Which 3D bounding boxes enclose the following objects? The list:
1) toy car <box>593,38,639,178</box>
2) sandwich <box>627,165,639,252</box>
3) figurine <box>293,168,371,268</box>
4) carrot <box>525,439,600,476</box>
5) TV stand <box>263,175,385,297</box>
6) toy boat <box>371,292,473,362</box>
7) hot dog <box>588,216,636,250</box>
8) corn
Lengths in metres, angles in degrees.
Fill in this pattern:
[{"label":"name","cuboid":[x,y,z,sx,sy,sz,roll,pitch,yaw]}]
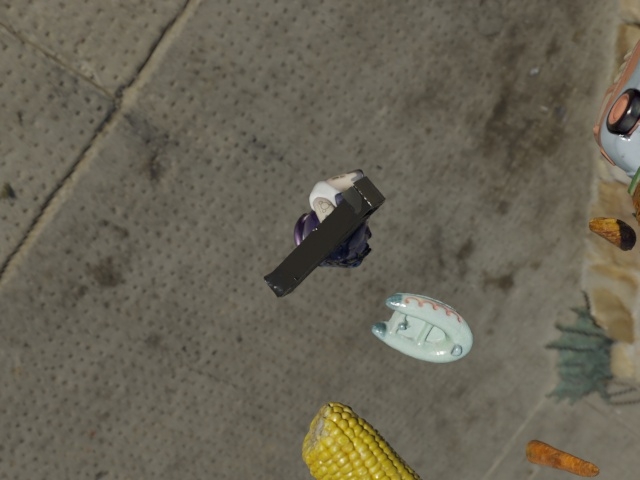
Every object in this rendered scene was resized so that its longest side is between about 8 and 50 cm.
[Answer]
[{"label":"toy car","cuboid":[0.517,-0.208,1.431,0.181,0.212,0.270,25,91,-7]},{"label":"sandwich","cuboid":[0.393,-0.058,1.039,0.159,0.079,0.235,-62,179,-10]},{"label":"figurine","cuboid":[0.021,-0.020,1.689,0.145,0.145,0.222,-32,153,-19]},{"label":"carrot","cuboid":[0.557,0.502,2.163,0.057,0.224,0.057,-1,92,-27]},{"label":"TV stand","cuboid":[0.000,0.000,1.462,0.040,0.049,0.256,-28,167,-51]},{"label":"toy boat","cuboid":[0.213,0.188,1.945,0.208,0.079,0.134,22,116,-10]},{"label":"hot dog","cuboid":[0.461,-0.014,1.502,0.083,0.058,0.035,28,87,-26]},{"label":"corn","cuboid":[0.115,0.424,1.497,0.387,0.144,0.144,45,83,0]}]
